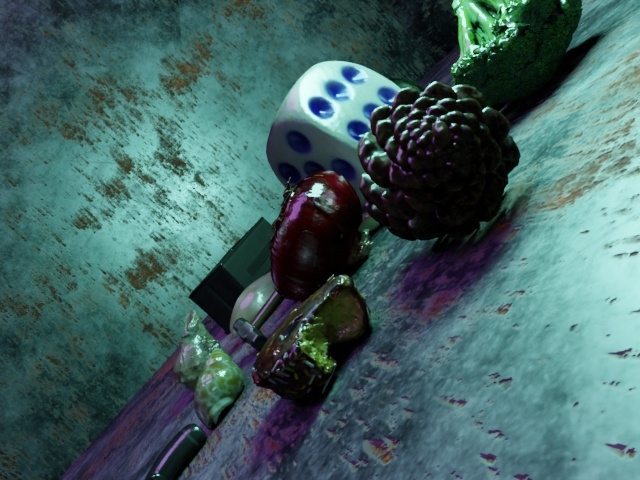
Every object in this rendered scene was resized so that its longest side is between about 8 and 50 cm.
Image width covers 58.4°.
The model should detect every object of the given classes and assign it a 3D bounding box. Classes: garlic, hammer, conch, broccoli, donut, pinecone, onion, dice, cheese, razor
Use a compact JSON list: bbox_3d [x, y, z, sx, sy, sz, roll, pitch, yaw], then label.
[{"bbox_3d":[-0.171,0.171,1.780,0.318,0.112,0.143,-39,-2,-43],"label":"garlic"},{"bbox_3d":[-0.086,0.110,1.477,0.365,0.043,0.111,-54,39,-6],"label":"hammer"},{"bbox_3d":[-0.377,0.330,1.720,0.162,0.246,0.178,-4,-2,-38],"label":"conch"},{"bbox_3d":[0.398,-0.430,1.224,0.307,0.275,0.308,-30,-22,-13],"label":"broccoli"},{"bbox_3d":[-0.014,0.167,0.941,0.216,0.096,0.230,-41,9,47],"label":"donut"},{"bbox_3d":[0.174,-0.110,0.909,0.244,0.244,0.309,-49,-3,-16],"label":"pinecone"},{"bbox_3d":[0.000,0.000,1.316,0.314,0.232,0.314,24,-90,-83],"label":"onion"},{"bbox_3d":[0.056,-0.261,1.502,0.277,0.304,0.304,-51,-8,-30],"label":"dice"},{"bbox_3d":[0.102,-0.030,1.468,0.235,0.050,0.127,-45,8,5],"label":"cheese"},{"bbox_3d":[-0.303,0.449,1.186,0.148,0.054,0.090,-50,5,-30],"label":"razor"},{"bbox_3d":[-0.230,0.326,1.272,0.116,0.105,0.173,105,-171,-67],"label":"conch"}]

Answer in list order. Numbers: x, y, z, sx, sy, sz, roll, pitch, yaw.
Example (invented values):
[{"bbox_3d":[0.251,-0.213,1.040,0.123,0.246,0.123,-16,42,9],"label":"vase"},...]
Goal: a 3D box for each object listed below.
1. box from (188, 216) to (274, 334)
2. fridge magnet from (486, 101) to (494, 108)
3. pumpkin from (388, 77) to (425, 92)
[{"bbox_3d":[-0.278,0.125,2.118,0.251,0.204,0.345,-40,10,39],"label":"box"},{"bbox_3d":[0.395,-0.361,1.451,0.208,0.088,0.208,-45,8,8],"label":"fridge magnet"},{"bbox_3d":[0.213,-0.349,1.786,0.323,0.241,0.323,-45,4,4],"label":"pumpkin"}]
